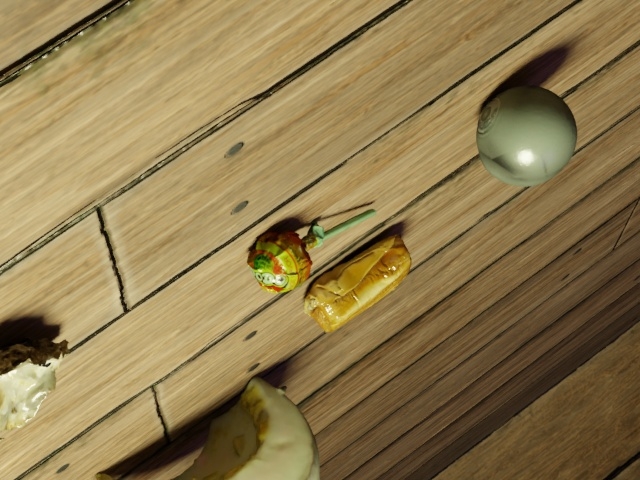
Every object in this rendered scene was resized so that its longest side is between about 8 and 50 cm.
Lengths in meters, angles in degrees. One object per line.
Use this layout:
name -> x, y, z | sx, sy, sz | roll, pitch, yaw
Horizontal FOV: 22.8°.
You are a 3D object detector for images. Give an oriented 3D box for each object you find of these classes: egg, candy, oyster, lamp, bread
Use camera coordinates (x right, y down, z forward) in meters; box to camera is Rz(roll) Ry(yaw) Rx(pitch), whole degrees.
egg -> -0.110, 0.311, 1.854 | 0.271, 0.206, 0.162 | -40, 144, -31
candy -> 0.000, 0.000, 1.569 | 0.201, 0.060, 0.060 | -29, 163, -51
oyster -> -0.259, 0.115, 1.295 | 0.103, 0.051, 0.148 | -51, 172, -1
lamp -> 0.210, -0.107, 1.620 | 0.105, 0.105, 0.105 | -35, 163, -12
bread -> 0.042, 0.047, 1.766 | 0.132, 0.053, 0.074 | -35, 167, -14
